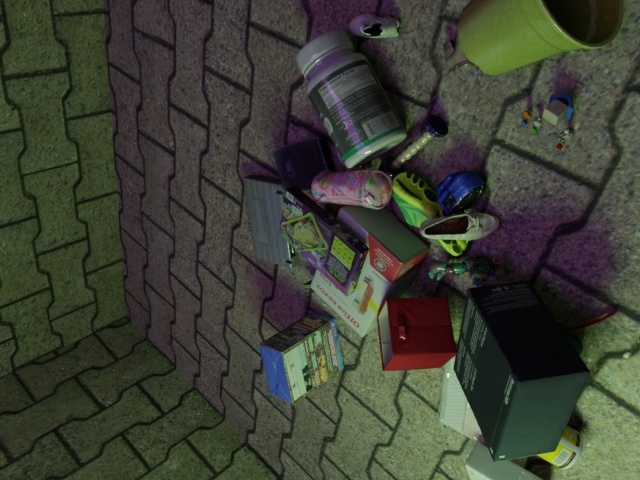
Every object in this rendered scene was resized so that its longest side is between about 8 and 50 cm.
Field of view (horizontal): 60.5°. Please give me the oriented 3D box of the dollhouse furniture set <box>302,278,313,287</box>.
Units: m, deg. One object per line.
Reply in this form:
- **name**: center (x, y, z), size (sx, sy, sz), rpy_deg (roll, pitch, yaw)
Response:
- **dollhouse furniture set**: center (0.010, 0.180, 2.099), size (0.151, 0.076, 0.059), rpy_deg (-4, 106, 47)

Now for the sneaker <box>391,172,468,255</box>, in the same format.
- **sneaker**: center (0.324, -0.078, 1.630), size (0.296, 0.109, 0.123), rpy_deg (49, 167, 9)

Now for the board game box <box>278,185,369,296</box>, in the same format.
- **board game box**: center (0.000, 0.000, 1.780), size (0.347, 0.056, 0.208), rpy_deg (42, 136, 25)

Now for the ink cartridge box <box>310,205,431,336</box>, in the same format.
- **ink cartridge box**: center (0.151, 0.092, 1.836), size (0.279, 0.160, 0.385), rpy_deg (43, 136, 23)

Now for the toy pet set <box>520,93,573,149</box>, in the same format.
- **toy pet set**: center (0.552, -0.297, 1.303), size (0.122, 0.065, 0.114), rpy_deg (44, 171, 25)

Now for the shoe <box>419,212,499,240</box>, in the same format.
- **shoe**: center (0.385, -0.035, 1.518), size (0.218, 0.058, 0.077), rpy_deg (-6, 89, 10)

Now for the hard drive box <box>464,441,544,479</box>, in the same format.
- **hard drive box**: center (0.589, 0.766, 1.735), size (0.232, 0.089, 0.181), rpy_deg (22, 150, 37)

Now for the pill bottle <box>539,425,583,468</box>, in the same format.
- **pill bottle**: center (0.622, 0.547, 1.565), size (0.214, 0.117, 0.117), rpy_deg (30, 133, 5)

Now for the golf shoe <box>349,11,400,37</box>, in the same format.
- **golf shoe**: center (0.135, -0.603, 1.544), size (0.176, 0.086, 0.069), rpy_deg (19, 125, 42)

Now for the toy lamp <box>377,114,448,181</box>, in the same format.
- **toy lamp**: center (0.255, -0.256, 1.607), size (0.080, 0.080, 0.275), rpy_deg (55, 138, 10)

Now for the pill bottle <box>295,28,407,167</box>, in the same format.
- **pill bottle**: center (0.084, -0.413, 1.607), size (0.204, 0.204, 0.361), rpy_deg (-30, 87, 50)

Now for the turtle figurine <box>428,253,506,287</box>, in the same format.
- **turtle figurine**: center (0.440, 0.100, 1.576), size (0.234, 0.118, 0.175), rpy_deg (8, 158, 32)

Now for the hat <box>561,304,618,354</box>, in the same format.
- **hat**: center (0.685, 0.272, 1.471), size (0.208, 0.183, 0.173), rpy_deg (32, -138, -85)

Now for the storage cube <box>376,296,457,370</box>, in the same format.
- **storage cube**: center (0.288, 0.288, 1.687), size (0.215, 0.193, 0.184), rpy_deg (96, 171, -64)

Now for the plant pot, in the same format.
- **plant pot**: center (0.442, -0.488, 1.173), size (0.254, 0.276, 0.276), rpy_deg (-16, 98, 61)

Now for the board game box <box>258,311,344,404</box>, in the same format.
- **board game box**: center (-0.069, 0.456, 2.161), size (0.141, 0.291, 0.232), rpy_deg (9, 116, 45)

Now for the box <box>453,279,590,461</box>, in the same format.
- **box**: center (0.501, 0.339, 1.437), size (0.313, 0.178, 0.343), rpy_deg (-103, 8, -50)

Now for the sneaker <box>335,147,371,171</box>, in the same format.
- **sneaker**: center (0.120, -0.255, 1.756), size (0.092, 0.088, 0.225), rpy_deg (2, 121, 42)

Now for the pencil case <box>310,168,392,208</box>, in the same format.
- **pencil case**: center (0.087, -0.157, 1.672), size (0.284, 0.124, 0.124), rpy_deg (9, 116, 53)

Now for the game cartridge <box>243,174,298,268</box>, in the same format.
- **game cartridge**: center (-0.197, -0.078, 2.197), size (0.230, 0.068, 0.355), rpy_deg (19, 123, 44)

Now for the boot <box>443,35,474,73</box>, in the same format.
- **boot**: center (0.369, -0.482, 1.400), size (0.118, 0.042, 0.087), rpy_deg (-19, 102, 51)

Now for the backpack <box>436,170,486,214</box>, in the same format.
- **backpack**: center (0.386, -0.141, 1.514), size (0.101, 0.097, 0.120), rpy_deg (56, 140, 15)

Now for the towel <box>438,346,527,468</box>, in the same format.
- **towel**: center (0.527, 0.532, 1.757), size (0.316, 0.053, 0.332), rpy_deg (23, 126, 37)

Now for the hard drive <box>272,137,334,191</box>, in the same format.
- **hard drive**: center (-0.056, -0.268, 1.947), size (0.254, 0.054, 0.172), rpy_deg (-7, 105, 48)
